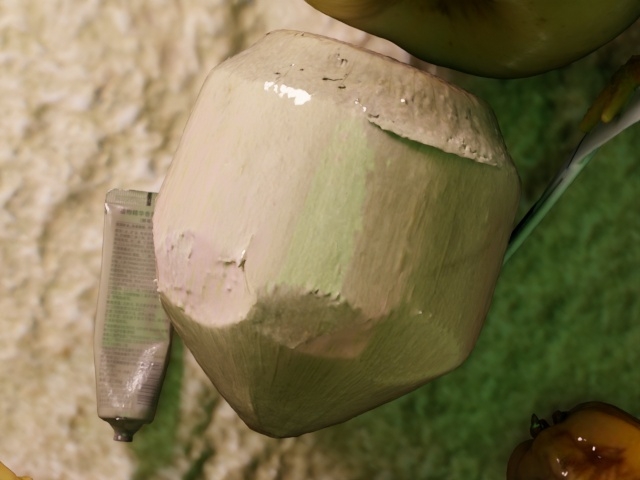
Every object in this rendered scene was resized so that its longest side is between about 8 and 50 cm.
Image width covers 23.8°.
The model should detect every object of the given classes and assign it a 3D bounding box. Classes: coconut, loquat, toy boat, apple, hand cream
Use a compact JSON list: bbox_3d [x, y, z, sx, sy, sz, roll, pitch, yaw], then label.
[{"bbox_3d":[0.000,0.000,0.897,0.224,0.224,0.234,25,97,0],"label":"coconut"},{"bbox_3d":[0.181,0.160,0.942,0.137,0.137,0.113,31,120,0],"label":"loquat"},{"bbox_3d":[0.193,-0.077,0.914,0.067,0.220,0.291,35,112,4],"label":"toy boat"},{"bbox_3d":[0.089,-0.224,0.868,0.262,0.262,0.262,0,92,1],"label":"apple"},{"bbox_3d":[-0.121,0.049,0.995,0.057,0.037,0.165,5,85,1],"label":"hand cream"}]

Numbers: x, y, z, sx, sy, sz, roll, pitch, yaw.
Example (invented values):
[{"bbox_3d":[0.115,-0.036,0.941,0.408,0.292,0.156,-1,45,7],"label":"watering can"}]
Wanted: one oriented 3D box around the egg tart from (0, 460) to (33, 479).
[{"bbox_3d":[-0.333,0.259,0.946,0.351,0.153,0.339,35,95,0],"label":"egg tart"}]
